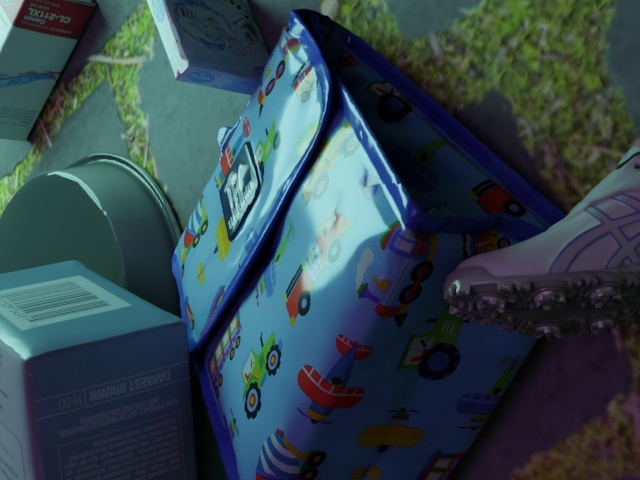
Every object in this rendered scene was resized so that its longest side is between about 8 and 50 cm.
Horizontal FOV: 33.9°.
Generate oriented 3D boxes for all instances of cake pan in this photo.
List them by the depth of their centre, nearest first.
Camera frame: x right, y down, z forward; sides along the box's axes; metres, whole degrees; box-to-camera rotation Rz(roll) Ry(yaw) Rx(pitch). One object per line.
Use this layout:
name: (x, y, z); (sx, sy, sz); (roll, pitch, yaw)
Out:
cake pan: (-0.221, 0.065, 0.933); (0.293, 0.054, 0.293); (-3, 85, 46)

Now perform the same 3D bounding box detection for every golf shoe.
golf shoe: (0.145, -0.002, 0.516); (0.176, 0.069, 0.086); (-7, 66, 5)

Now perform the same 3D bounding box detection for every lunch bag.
lunch bag: (0.000, 0.000, 0.679); (0.221, 0.138, 0.293); (-63, 37, 25)

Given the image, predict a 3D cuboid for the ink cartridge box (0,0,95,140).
ink cartridge box: (-0.303, -0.202, 1.016); (0.175, 0.072, 0.127); (-53, 54, 30)

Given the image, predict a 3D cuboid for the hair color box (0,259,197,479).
hair color box: (-0.174, 0.221, 0.759); (0.185, 0.113, 0.375); (20, 116, 53)

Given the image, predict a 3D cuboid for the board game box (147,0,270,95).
board game box: (-0.079, -0.150, 0.769); (0.020, 0.090, 0.090); (-41, 60, 35)
